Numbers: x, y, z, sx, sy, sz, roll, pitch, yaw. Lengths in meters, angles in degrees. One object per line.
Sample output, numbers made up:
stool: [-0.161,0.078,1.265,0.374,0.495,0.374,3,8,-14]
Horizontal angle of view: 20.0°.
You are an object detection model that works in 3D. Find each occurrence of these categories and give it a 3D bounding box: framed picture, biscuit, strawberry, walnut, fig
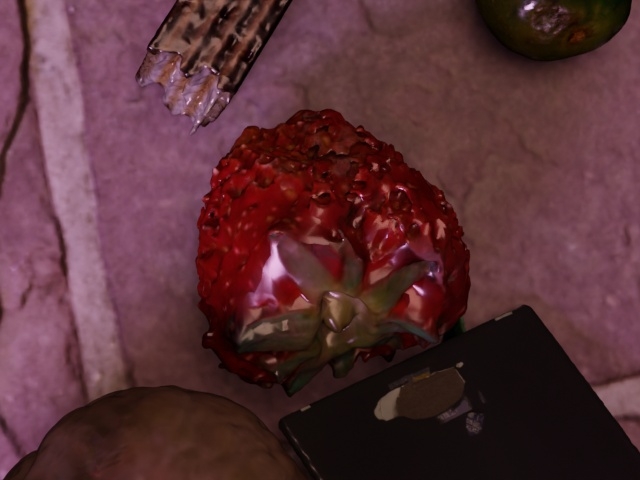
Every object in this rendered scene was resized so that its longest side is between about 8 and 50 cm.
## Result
framed picture: [0.150,0.208,1.215,0.244,0.013,0.324,-21,67,-37]
biscuit: [-0.044,-0.197,1.294,0.070,0.106,0.252,31,77,-5]
strawberry: [0.000,0.000,1.242,0.184,0.187,0.201,21,40,-42]
walnut: [-0.109,0.213,1.144,0.248,0.248,0.248,2,79,-10]
fig: [0.159,-0.221,1.343,0.117,0.117,0.177,-12,72,-12]

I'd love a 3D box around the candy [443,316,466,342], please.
candy: [0.125,0.194,1.258,0.097,0.097,0.323,-7,68,-12]
